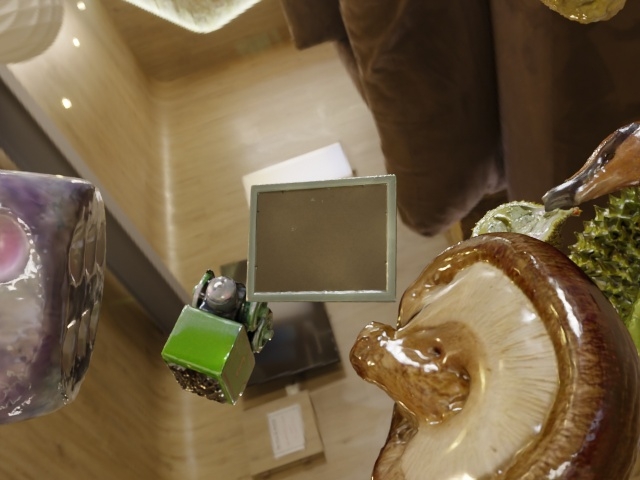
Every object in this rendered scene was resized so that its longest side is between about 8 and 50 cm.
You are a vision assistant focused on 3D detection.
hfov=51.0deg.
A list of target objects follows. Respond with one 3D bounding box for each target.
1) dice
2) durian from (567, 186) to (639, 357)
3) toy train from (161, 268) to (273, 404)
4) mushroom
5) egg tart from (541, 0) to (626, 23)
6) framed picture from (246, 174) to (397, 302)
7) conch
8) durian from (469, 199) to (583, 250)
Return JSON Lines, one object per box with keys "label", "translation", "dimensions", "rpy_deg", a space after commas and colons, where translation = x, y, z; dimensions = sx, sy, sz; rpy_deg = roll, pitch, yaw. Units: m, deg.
{"label": "dice", "translation": [-0.405, 0.049, 0.772], "dimensions": [0.270, 0.271, 0.270], "rpy_deg": [-155, 71, -80]}
{"label": "durian", "translation": [0.468, 0.066, 1.014], "dimensions": [0.158, 0.169, 0.351], "rpy_deg": [-146, 71, -69]}
{"label": "toy train", "translation": [-0.215, 0.218, 1.469], "dimensions": [0.307, 0.173, 0.249], "rpy_deg": [89, -161, -62]}
{"label": "mushroom", "translation": [0.122, 0.110, 0.447], "dimensions": [0.138, 0.194, 0.231], "rpy_deg": [38, -119, -39]}
{"label": "egg tart", "translation": [0.351, -0.436, 0.855], "dimensions": [0.128, 0.319, 0.319], "rpy_deg": [-3, 112, 49]}
{"label": "framed picture", "translation": [0.000, 0.000, 1.138], "dimensions": [0.017, 0.274, 0.217], "rpy_deg": [21, -110, -67]}
{"label": "conch", "translation": [0.382, -0.102, 0.802], "dimensions": [0.080, 0.233, 0.086], "rpy_deg": [70, -163, -47]}
{"label": "durian", "translation": [0.365, -0.009, 1.193], "dimensions": [0.102, 0.208, 0.146], "rpy_deg": [58, -173, -46]}
